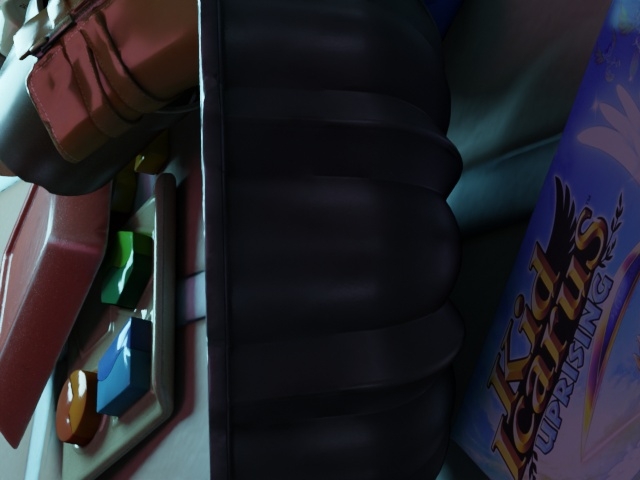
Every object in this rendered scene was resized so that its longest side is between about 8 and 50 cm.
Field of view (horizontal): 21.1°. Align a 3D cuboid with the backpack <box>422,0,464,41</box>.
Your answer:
[{"bbox_3d":[0.041,-0.167,0.991,0.098,0.101,0.120,103,-167,-56],"label":"backpack"}]

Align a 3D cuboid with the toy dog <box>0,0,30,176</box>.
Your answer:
[{"bbox_3d":[-0.302,-0.193,1.597,0.220,0.161,0.333,-65,12,5],"label":"toy dog"}]

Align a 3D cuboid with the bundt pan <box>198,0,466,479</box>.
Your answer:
[{"bbox_3d":[0.000,0.000,0.882,0.331,0.124,0.331,178,90,-87],"label":"bundt pan"}]

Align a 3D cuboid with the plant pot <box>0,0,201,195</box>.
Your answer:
[{"bbox_3d":[-0.182,-0.129,1.369,0.165,0.167,0.167,-43,41,45],"label":"plant pot"}]

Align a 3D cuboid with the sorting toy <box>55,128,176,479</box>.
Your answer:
[{"bbox_3d":[-0.176,0.041,1.439,0.229,0.041,0.307,-46,39,49],"label":"sorting toy"}]

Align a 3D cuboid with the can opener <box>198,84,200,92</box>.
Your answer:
[{"bbox_3d":[-0.037,-0.042,1.166,0.093,0.074,0.280,77,-178,-47],"label":"can opener"}]

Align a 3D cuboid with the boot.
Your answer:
[{"bbox_3d":[-0.097,-0.126,1.136,0.220,0.109,0.283,-38,51,12],"label":"boot"}]

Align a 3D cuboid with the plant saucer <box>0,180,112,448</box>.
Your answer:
[{"bbox_3d":[-0.250,0.013,1.561,0.259,0.048,0.258,-95,27,-50],"label":"plant saucer"}]

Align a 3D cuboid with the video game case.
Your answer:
[{"bbox_3d":[0.164,0.017,0.684,0.269,0.061,0.244,-71,24,13],"label":"video game case"}]
